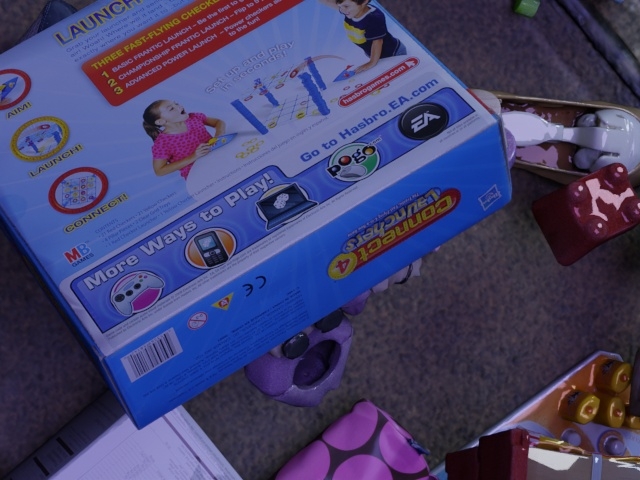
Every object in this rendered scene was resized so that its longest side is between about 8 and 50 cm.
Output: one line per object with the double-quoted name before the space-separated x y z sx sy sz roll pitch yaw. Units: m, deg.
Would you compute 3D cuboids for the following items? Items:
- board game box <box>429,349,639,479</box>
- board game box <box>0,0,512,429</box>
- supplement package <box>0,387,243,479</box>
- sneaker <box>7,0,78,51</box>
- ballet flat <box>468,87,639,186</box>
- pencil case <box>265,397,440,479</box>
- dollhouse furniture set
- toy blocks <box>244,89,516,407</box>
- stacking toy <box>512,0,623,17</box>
"board game box" 0.208 0.360 1.635 0.390 0.050 0.390 -35 100 -11
"board game box" -0.077 -0.065 1.312 0.308 0.302 0.086 -31 140 -12
"supplement package" -0.188 0.233 1.483 0.244 0.134 0.139 -40 101 -10
"sneaker" -0.294 -0.085 1.460 0.122 0.110 0.283 37 83 -10
"ballet flat" 0.210 -0.085 1.607 0.232 0.073 0.080 4 91 -15
"pencil case" -0.004 0.228 1.553 0.209 0.095 0.098 -39 94 -7
"dollhouse furniture set" 0.230 0.111 1.552 0.201 0.152 0.374 12 72 -14
"toy blocks" 0.000 0.000 1.468 0.288 0.309 0.260 -38 142 -18
"stacking toy" 0.277 -0.266 1.629 0.167 0.052 0.221 22 87 -14
